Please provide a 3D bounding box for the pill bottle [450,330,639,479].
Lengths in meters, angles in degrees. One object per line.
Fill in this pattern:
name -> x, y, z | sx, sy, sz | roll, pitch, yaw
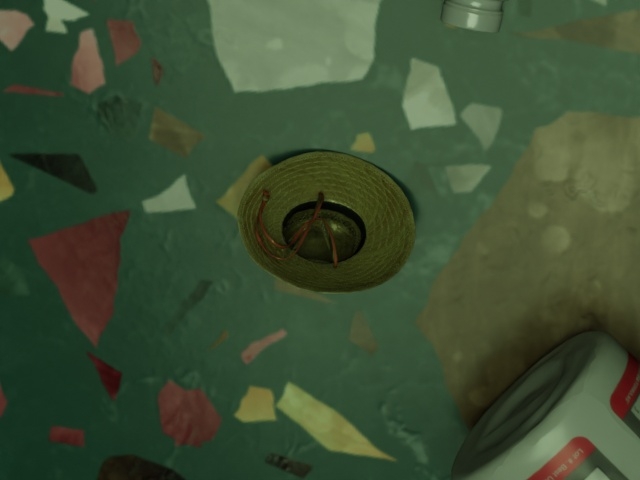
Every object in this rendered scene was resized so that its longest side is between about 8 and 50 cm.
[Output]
pill bottle -> 0.270, 0.239, 1.479 | 0.176, 0.176, 0.318 | -44, 96, 13

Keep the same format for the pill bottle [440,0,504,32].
pill bottle -> 0.127, -0.222, 1.440 | 0.065, 0.065, 0.116 | 12, 104, 3

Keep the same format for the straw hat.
straw hat -> 0.000, 0.000, 1.506 | 0.144, 0.144, 0.061 | 19, 145, 1
